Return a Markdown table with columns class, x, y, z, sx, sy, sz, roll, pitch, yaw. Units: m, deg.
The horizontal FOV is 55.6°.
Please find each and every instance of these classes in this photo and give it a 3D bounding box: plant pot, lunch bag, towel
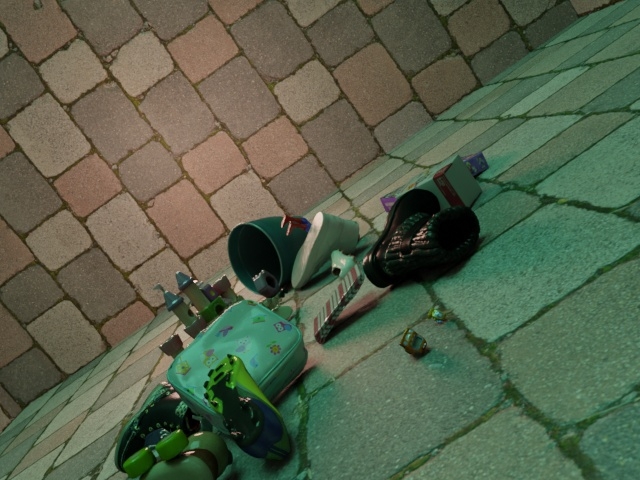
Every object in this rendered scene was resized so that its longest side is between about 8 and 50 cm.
| class | x | y | z | sx | sy | sz | roll | pitch | yaw |
| --- | --- | --- | --- | --- | --- | --- | --- | --- | --- |
| plant pot | -0.151 | 0.027 | 2.200 | 0.255 | 0.271 | 0.272 | -26 | 1 | -44 |
| lunch bag | -0.174 | 0.276 | 1.318 | 0.224 | 0.107 | 0.279 | 26 | 55 | 30 |
| towel | 0.046 | 0.148 | 1.461 | 0.197 | 0.029 | 0.144 | -54 | 7 | 8 |

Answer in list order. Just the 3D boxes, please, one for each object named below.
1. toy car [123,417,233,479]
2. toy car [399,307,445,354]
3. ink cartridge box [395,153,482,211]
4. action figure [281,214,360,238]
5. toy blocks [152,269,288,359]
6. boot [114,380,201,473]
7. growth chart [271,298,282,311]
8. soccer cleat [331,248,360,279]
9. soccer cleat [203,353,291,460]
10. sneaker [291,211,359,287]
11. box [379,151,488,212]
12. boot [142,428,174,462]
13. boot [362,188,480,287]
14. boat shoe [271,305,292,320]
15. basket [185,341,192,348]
| class | x | y | z | sx | sy | sz | roll | pitch | yaw |
| --- | --- | --- | --- | --- | --- | --- | --- | --- | --- |
| toy car | -0.222 | 0.394 | 1.075 | 0.149 | 0.155 | 0.188 | -32 | 1 | 18 |
| toy car | 0.187 | 0.155 | 1.077 | 0.041 | 0.060 | 0.122 | 15 | 51 | 35 |
| ink cartridge box | 0.326 | -0.130 | 1.686 | 0.176 | 0.127 | 0.128 | -27 | 14 | 42 |
| action figure | 0.000 | 0.000 | 2.045 | 0.091 | 0.281 | 0.138 | 54 | 132 | 54 |
| toy blocks | -0.324 | 0.176 | 1.789 | 0.309 | 0.260 | 0.288 | -35 | 6 | 26 |
| boot | -0.380 | 0.453 | 1.452 | 0.179 | 0.085 | 0.236 | -4 | 47 | 44 |
| growth chart | -0.209 | 0.264 | 1.942 | 0.172 | 0.021 | 0.237 | -32 | 10 | 25 |
| soccer cleat | 0.058 | 0.073 | 1.818 | 0.076 | 0.068 | 0.196 | -44 | 13 | -7 |
| soccer cleat | -0.137 | 0.310 | 1.130 | 0.093 | 0.121 | 0.289 | -48 | 27 | -2 |
| sneaker | 0.024 | 0.049 | 1.962 | 0.292 | 0.169 | 0.108 | -63 | 30 | 31 |
| box | 0.353 | -0.179 | 1.907 | 0.293 | 0.057 | 0.201 | -29 | 8 | -14 |
| boot | -0.336 | 0.446 | 1.325 | 0.190 | 0.069 | 0.086 | -29 | 40 | 33 |
| boot | 0.267 | -0.039 | 1.446 | 0.260 | 0.131 | 0.348 | -34 | 19 | 50 |
| boat shoe | -0.138 | 0.239 | 1.760 | 0.137 | 0.049 | 0.043 | -36 | -28 | -16 |
| basket | -0.245 | 0.301 | 1.472 | 0.168 | 0.103 | 0.113 | -5 | 9 | -7 |
